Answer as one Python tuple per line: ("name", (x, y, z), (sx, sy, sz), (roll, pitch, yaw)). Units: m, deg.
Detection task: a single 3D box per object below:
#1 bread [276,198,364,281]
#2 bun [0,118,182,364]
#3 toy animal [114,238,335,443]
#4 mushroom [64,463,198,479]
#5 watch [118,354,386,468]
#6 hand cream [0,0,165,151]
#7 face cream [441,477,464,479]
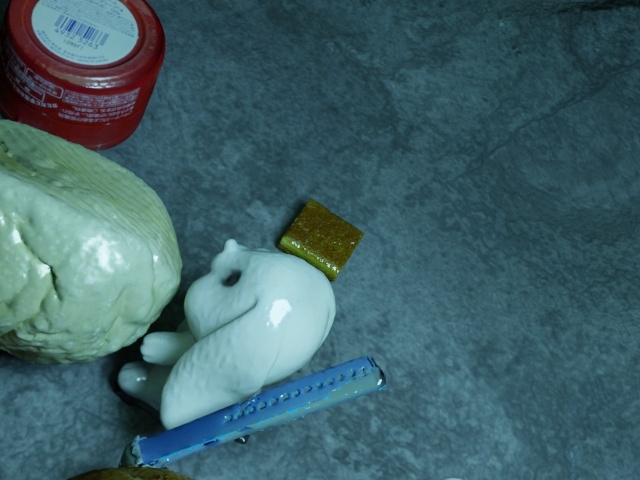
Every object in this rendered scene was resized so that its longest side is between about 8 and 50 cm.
("bread", (0.000, 0.000, 1.805), (0.094, 0.035, 0.090), (33, 50, 1))
("bun", (-0.343, 0.011, 1.497), (0.349, 0.227, 0.352), (36, 17, 32))
("toy animal", (-0.102, 0.130, 1.529), (0.249, 0.289, 0.174), (-41, 80, -19))
("mushroom", (-0.198, 0.359, 1.334), (0.297, 0.278, 0.163), (27, 10, -15))
("watch", (-0.085, 0.254, 1.446), (0.274, 0.276, 0.068), (6, 20, -18))
("hand cream", (-0.330, -0.246, 1.767), (0.230, 0.149, 0.230), (10, 55, -15))
("face cream", (0.079, 0.397, 1.507), (0.102, 0.102, 0.345), (43, 51, 10))
